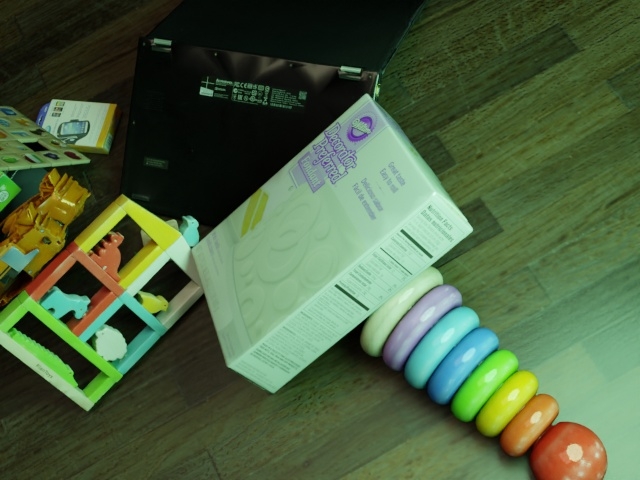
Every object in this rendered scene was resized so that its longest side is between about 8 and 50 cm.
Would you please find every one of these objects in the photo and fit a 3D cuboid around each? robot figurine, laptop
[{"bbox_3d":[-0.452,0.032,1.257,0.291,0.085,0.211,-37,22,20],"label":"robot figurine"},{"bbox_3d":[-0.069,-0.223,1.396,0.382,0.236,0.408,12,98,18],"label":"laptop"}]

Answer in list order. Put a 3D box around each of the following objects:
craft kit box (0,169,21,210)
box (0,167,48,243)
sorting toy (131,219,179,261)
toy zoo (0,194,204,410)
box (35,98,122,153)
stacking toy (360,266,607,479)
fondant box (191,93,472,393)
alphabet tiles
[{"bbox_3d":[-0.604,-0.057,1.312,0.250,0.061,0.246,36,81,29],"label":"craft kit box"},{"bbox_3d":[-0.534,-0.084,1.397,0.158,0.093,0.156,26,74,20],"label":"box"},{"bbox_3d":[-0.248,0.009,1.335,0.083,0.012,0.062,-18,69,1],"label":"sorting toy"},{"bbox_3d":[-0.279,0.072,1.221,0.293,0.192,0.030,-46,37,-9],"label":"toy zoo"},{"bbox_3d":[-0.396,-0.185,1.447,0.136,0.028,0.081,6,68,18],"label":"box"},{"bbox_3d":[0.209,0.181,1.097,0.330,0.141,0.141,41,80,21],"label":"stacking toy"},{"bbox_3d":[0.000,0.000,1.147,0.330,0.096,0.238,-40,41,12],"label":"fondant box"},{"bbox_3d":[-0.501,-0.167,1.356,0.237,0.198,0.009,32,113,23],"label":"alphabet tiles"}]
